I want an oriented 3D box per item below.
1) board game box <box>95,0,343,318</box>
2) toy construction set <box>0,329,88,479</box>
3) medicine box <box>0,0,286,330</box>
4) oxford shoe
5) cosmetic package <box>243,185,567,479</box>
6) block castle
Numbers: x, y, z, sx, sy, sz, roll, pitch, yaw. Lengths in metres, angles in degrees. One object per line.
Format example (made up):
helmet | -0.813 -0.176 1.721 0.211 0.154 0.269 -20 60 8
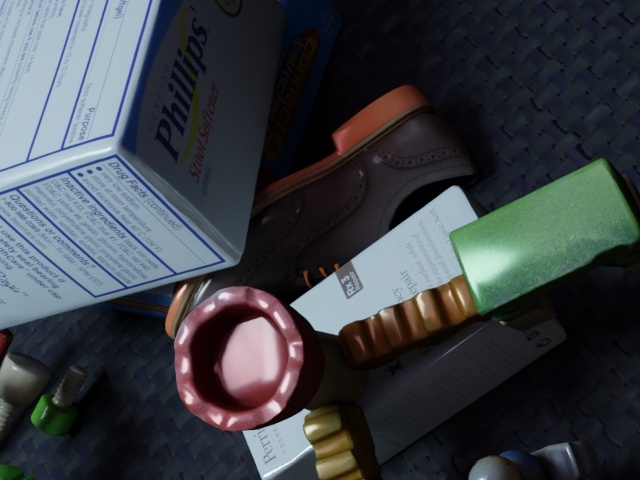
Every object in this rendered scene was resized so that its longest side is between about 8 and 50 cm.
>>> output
board game box | -0.166 -0.092 1.177 0.308 0.086 0.302 8 72 37
toy construction set | -0.262 0.232 1.015 0.237 0.257 0.309 -61 28 9
medicine box | -0.196 -0.091 1.012 0.289 0.149 0.263 -15 48 28
oxford shoe | 0.000 0.000 0.999 0.271 0.097 0.098 -41 72 0
cosmetic package | 0.046 0.078 0.946 0.231 0.085 0.117 -37 52 12
block castle | 0.163 0.096 0.718 0.453 0.213 0.303 -26 72 17
